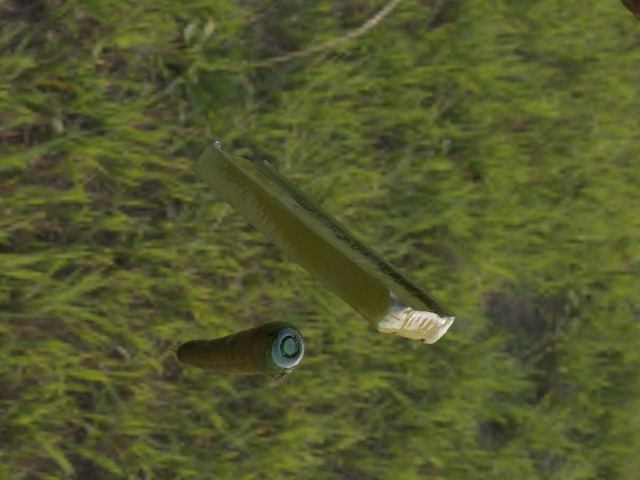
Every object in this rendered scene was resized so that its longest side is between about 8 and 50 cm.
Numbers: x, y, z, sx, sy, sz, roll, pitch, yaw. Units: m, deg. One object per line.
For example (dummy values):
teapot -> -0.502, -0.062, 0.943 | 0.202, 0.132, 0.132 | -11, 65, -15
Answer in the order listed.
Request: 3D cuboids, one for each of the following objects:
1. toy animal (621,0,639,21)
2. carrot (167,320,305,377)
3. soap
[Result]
toy animal -> 0.247, -0.271, 1.116 | 0.066, 0.229, 0.224 | 2, 72, -38
carrot -> -0.131, 0.159, 1.923 | 0.078, 0.298, 0.078 | 6, 81, -40
soap -> 0.000, 0.001, 1.116 | 0.092, 0.252, 0.037 | 17, 109, -54
